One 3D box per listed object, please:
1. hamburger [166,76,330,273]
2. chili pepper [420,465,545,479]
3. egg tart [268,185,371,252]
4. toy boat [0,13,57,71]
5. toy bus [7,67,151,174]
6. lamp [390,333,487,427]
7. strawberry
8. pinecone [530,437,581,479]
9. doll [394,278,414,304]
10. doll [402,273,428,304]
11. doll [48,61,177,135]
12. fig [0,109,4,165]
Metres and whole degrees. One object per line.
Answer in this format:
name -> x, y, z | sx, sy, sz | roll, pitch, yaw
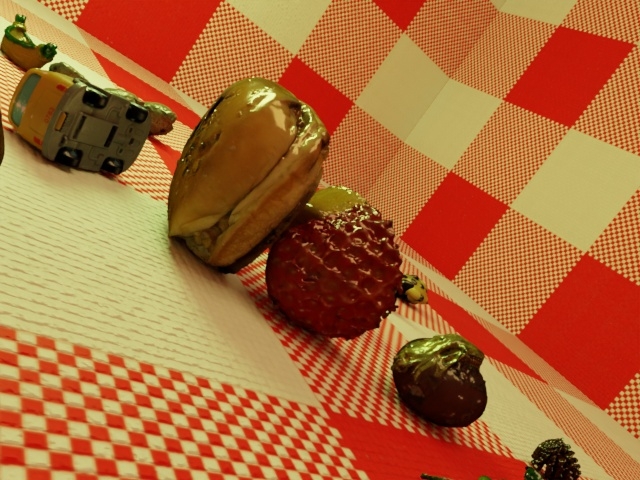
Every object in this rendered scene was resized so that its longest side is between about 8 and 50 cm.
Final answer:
hamburger -> -0.125, -0.111, 0.895 | 0.174, 0.284, 0.304 | 34, 13, -23
chili pepper -> 0.249, 0.331, 0.717 | 0.279, 0.065, 0.122 | 30, 2, -43
egg tart -> 0.000, 0.000, 1.117 | 0.215, 0.215, 0.171 | 40, 25, 23
toy boat -> -0.640, -0.429, 1.251 | 0.229, 0.088, 0.089 | 41, 10, 35
toy bus -> -0.378, -0.189, 0.897 | 0.136, 0.126, 0.209 | 29, 8, 15
lamp -> 0.193, 0.210, 0.885 | 0.156, 0.134, 0.157 | 38, 8, 13
strawberry -> -0.004, 0.039, 0.881 | 0.178, 0.233, 0.234 | 12, 22, -34
pinecone -> 0.414, 0.388, 0.993 | 0.083, 0.077, 0.077 | 48, 12, 14
doll -> 0.127, 0.084, 1.421 | 0.219, 0.091, 0.067 | 37, 9, 0
doll -> 0.206, 0.106, 1.607 | 0.291, 0.086, 0.117 | 32, 6, -34
doll -> -0.480, -0.332, 1.352 | 0.203, 0.091, 0.286 | 4, -17, 23
fig -> -0.351, -0.168, 0.462 | 0.191, 0.290, 0.190 | 11, 21, -4
